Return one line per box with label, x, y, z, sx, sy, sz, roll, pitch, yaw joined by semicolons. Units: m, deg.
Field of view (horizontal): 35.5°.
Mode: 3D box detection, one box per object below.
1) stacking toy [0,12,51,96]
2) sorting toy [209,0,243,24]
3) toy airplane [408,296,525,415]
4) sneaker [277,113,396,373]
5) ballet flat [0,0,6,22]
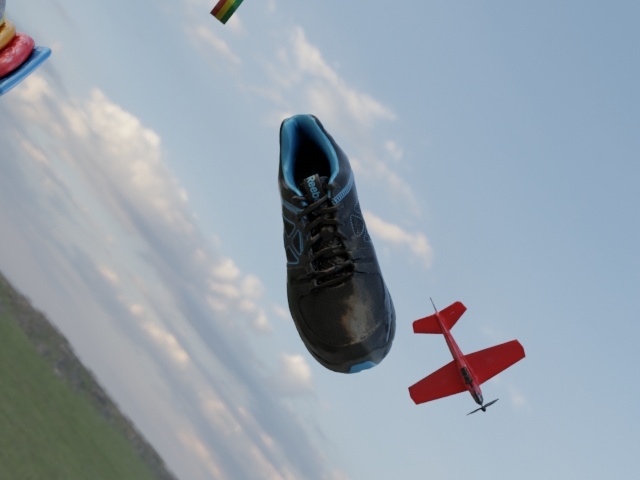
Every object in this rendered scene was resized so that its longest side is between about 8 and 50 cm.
stacking toy;-0.669;-0.424;1.889;0.175;0.166;0.301;15;-38;46
sorting toy;-0.071;-0.390;1.303;0.046;0.274;0.132;38;-53;-12
toy airplane;0.165;0.136;1.195;0.151;0.151;0.028;50;8;5
sneaker;0.000;0.000;1.215;0.139;0.125;0.340;68;6;-56
ballet flat;-0.297;-0.077;0.563;0.106;0.316;0.107;30;-37;37
